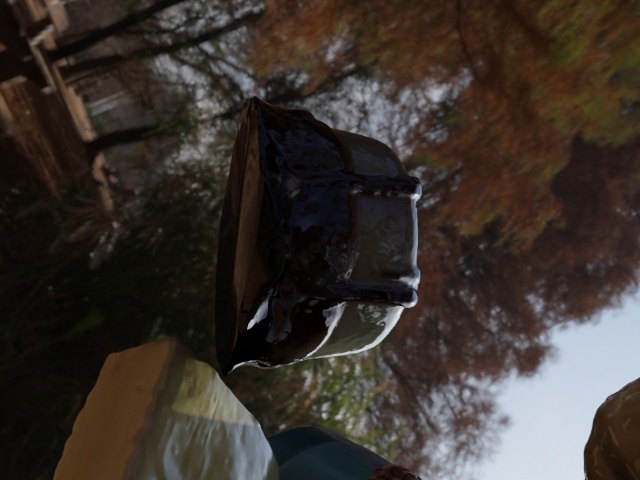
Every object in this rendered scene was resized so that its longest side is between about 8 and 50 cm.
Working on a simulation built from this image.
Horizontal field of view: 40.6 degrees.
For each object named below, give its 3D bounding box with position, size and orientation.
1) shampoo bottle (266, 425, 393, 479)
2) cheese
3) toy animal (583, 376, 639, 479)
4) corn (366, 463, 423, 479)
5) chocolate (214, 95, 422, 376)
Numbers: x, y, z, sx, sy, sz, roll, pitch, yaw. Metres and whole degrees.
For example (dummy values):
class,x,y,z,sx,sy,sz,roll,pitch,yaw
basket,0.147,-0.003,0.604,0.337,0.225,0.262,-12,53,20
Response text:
class,x,y,z,sx,sy,sz,roll,pitch,yaw
shampoo bottle,0.054,0.442,1.038,0.342,0.331,0.331,21,-41,44
cheese,-0.147,0.271,0.823,0.243,0.123,0.266,56,30,-35
toy animal,0.249,0.206,0.598,0.308,0.188,0.266,-135,-147,-82
corn,0.134,0.310,0.803,0.280,0.092,0.092,32,-31,39
chocolate,0.000,0.000,0.874,0.283,0.186,0.284,-175,-90,-79
